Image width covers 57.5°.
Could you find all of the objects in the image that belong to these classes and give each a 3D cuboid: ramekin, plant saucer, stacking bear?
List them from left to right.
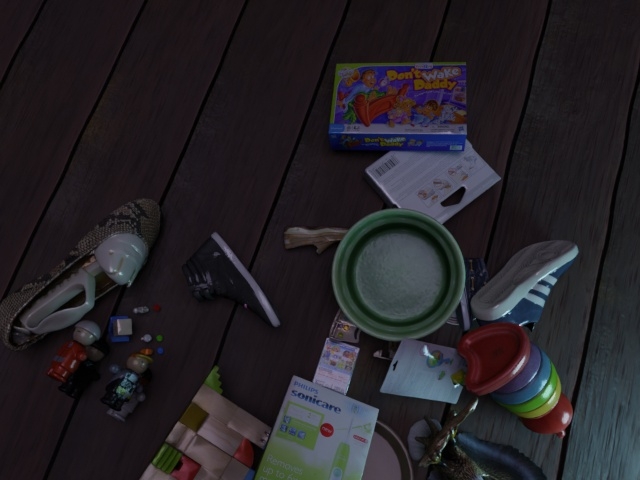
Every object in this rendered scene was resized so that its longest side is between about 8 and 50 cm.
[{"bbox_3d":[0.075,0.541,1.339,0.277,0.041,0.278,0,72,-1],"label":"plant saucer"},{"bbox_3d":[0.185,0.082,1.391,0.303,0.148,0.304,-1,85,10],"label":"ramekin"},{"bbox_3d":[0.462,0.331,1.314,0.164,0.175,0.289,-34,115,22],"label":"stacking bear"}]

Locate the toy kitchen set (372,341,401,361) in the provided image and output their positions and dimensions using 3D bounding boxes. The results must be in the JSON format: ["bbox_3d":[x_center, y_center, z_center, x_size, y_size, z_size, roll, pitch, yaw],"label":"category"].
[{"bbox_3d":[0.166,0.251,1.405,0.068,0.083,0.075,11,75,3],"label":"toy kitchen set"}]

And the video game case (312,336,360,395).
[{"bbox_3d":[0.038,0.308,1.427,0.087,0.011,0.122,18,75,6],"label":"video game case"}]

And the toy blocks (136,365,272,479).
[{"bbox_3d":[-0.240,0.516,1.298,0.261,0.191,0.381,35,67,-4],"label":"toy blocks"}]

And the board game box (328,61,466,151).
[{"bbox_3d":[0.205,-0.354,1.540,0.347,0.078,0.233,2,64,9],"label":"board game box"}]

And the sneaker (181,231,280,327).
[{"bbox_3d":[-0.227,0.130,1.437,0.147,0.104,0.296,-39,72,-8],"label":"sneaker"}]

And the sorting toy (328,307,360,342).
[{"bbox_3d":[0.067,0.216,1.440,0.075,0.045,0.083,23,75,-1],"label":"sorting toy"}]

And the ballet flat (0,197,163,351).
[{"bbox_3d":[-0.558,0.097,1.402,0.482,0.164,0.182,-39,40,-8],"label":"ballet flat"}]

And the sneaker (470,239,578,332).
[{"bbox_3d":[0.512,0.130,1.433,0.350,0.131,0.148,-32,111,-22],"label":"sneaker"}]

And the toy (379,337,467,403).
[{"bbox_3d":[0.246,0.297,1.356,0.237,0.056,0.137,17,99,-27],"label":"toy"}]

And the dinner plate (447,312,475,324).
[{"bbox_3d":[0.342,0.143,1.470,0.141,0.017,0.141,0,73,0],"label":"dinner plate"}]

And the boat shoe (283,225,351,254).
[{"bbox_3d":[0.000,0.000,1.495,0.189,0.068,0.072,0,86,10],"label":"boat shoe"}]

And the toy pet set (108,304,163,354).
[{"bbox_3d":[-0.458,0.225,1.440,0.114,0.065,0.122,2,74,-36],"label":"toy pet set"}]

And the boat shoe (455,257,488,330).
[{"bbox_3d":[0.373,0.128,1.432,0.083,0.065,0.184,-3,75,-2],"label":"boat shoe"}]

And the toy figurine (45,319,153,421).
[{"bbox_3d":[-0.491,0.297,1.334,0.209,0.213,0.148,25,59,4],"label":"toy figurine"}]

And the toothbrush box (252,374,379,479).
[{"bbox_3d":[-0.019,0.464,1.228,0.206,0.122,0.283,22,51,1],"label":"toothbrush box"}]

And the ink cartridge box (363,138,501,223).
[{"bbox_3d":[0.292,-0.167,1.538,0.275,0.060,0.239,-36,78,-10],"label":"ink cartridge box"}]

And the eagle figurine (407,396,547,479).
[{"bbox_3d":[0.340,0.529,1.297,0.226,0.225,0.298,-33,110,31],"label":"eagle figurine"}]
